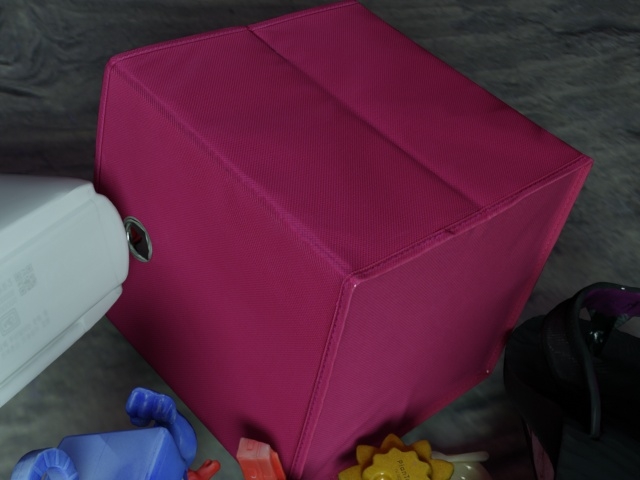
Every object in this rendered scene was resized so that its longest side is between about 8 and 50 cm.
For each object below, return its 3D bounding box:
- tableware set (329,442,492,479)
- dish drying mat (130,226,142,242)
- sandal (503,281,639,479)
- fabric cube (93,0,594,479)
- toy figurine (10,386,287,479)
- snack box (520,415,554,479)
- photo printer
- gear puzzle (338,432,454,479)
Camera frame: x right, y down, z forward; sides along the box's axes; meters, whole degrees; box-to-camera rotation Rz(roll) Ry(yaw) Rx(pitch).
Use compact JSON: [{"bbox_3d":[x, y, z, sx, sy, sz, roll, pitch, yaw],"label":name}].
[{"bbox_3d":[0.077,0.220,0.680,0.141,0.020,0.168,5,43,-16],"label":"tableware set"},{"bbox_3d":[-0.204,0.005,0.818,0.032,0.008,0.083,38,45,22],"label":"dish drying mat"},{"bbox_3d":[0.215,0.101,0.574,0.168,0.107,0.446,9,12,6],"label":"sandal"},{"bbox_3d":[0.000,0.000,0.706,0.259,0.254,0.258,-24,54,-37],"label":"fabric cube"},{"bbox_3d":[-0.129,0.198,0.437,0.191,0.217,0.362,-1,40,16],"label":"toy figurine"},{"bbox_3d":[0.197,0.180,0.733,0.022,0.064,0.178,10,42,-12],"label":"snack box"},{"bbox_3d":[-0.322,0.039,0.591,0.308,0.107,0.256,5,29,27],"label":"photo printer"},{"bbox_3d":[0.007,0.250,0.544,0.175,0.044,0.339,18,47,21],"label":"gear puzzle"}]
